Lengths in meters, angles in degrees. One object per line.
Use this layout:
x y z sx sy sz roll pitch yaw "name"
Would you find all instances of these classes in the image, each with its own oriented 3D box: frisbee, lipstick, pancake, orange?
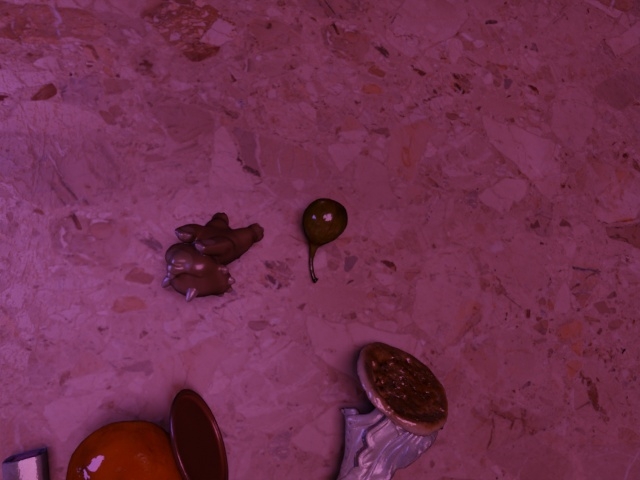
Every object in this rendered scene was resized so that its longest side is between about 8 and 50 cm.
-0.266 0.450 1.005 0.021 0.251 0.251 -23 89 1 "frisbee"
-0.602 0.574 0.948 0.077 0.079 0.253 -7 85 -22 "lipstick"
0.211 0.374 1.188 0.282 0.282 0.049 21 119 -13 "pancake"
-0.390 0.511 0.927 0.226 0.283 0.284 -6 82 -37 "orange"

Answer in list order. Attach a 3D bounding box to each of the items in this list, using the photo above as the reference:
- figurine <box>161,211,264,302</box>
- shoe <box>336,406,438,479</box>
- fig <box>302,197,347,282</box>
-0.270 0.051 1.114 0.177 0.247 0.173 17 112 8 "figurine"
0.114 0.531 1.186 0.342 0.132 0.210 -42 68 -1 "shoe"
0.000 0.000 1.259 0.124 0.124 0.237 10 102 -18 "fig"
